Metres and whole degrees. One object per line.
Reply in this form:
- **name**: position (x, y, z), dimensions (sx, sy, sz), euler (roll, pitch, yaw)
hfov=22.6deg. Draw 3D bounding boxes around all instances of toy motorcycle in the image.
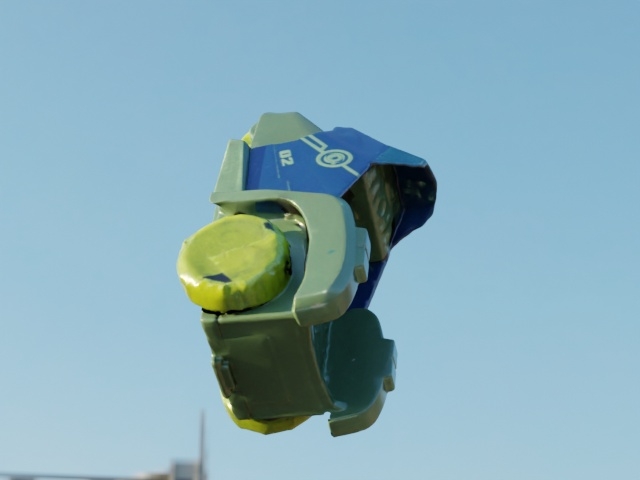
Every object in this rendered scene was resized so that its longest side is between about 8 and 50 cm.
- **toy motorcycle**: position (0.000, 0.000, 1.430), dimensions (0.200, 0.326, 0.191), euler (-3, -46, 13)
